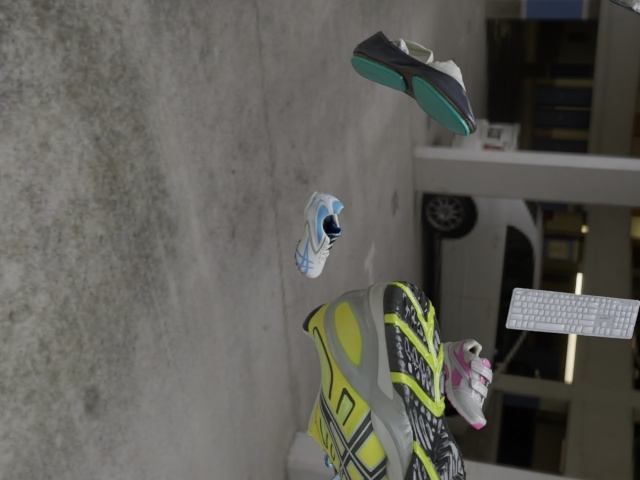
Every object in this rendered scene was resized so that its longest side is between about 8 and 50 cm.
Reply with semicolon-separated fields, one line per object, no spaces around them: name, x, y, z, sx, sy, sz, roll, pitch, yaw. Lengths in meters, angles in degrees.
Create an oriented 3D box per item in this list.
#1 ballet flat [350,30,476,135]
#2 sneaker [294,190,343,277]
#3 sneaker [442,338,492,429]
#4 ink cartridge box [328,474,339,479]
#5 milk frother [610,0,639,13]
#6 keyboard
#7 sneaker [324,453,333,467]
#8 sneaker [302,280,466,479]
ballet flat;0.126;-0.203;1.018;0.074;0.203;0.074;-34;144;-29
sneaker;0.000;0.000;1.790;0.085;0.086;0.237;-45;153;-40
sneaker;0.368;0.340;2.036;0.103;0.111;0.252;41;28;-44
ink cartridge box;0.046;0.425;1.139;0.311;0.186;0.065;-36;165;-25
milk frother;0.512;-0.385;1.203;0.129;0.143;0.135;-16;136;-60
keyboard;0.443;0.129;1.447;0.014;0.256;0.072;-157;-106;-73
sneaker;0.085;0.599;2.362;0.063;0.162;0.073;64;-10;-13
sneaker;0.071;0.244;0.953;0.145;0.147;0.385;7;77;-55
